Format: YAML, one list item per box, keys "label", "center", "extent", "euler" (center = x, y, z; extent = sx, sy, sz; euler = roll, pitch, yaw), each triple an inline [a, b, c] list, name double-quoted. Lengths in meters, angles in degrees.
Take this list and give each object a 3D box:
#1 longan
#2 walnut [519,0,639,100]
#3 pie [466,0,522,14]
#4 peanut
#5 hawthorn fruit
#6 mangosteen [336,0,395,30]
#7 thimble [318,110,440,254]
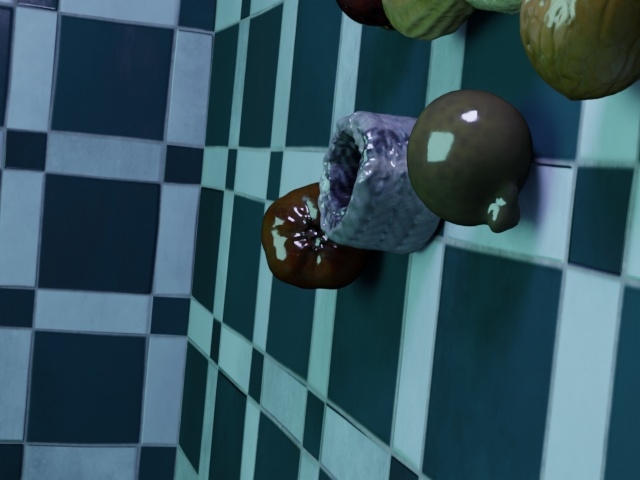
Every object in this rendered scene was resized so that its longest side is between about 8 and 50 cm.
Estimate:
- label: "longan"
  center: [0.201, -0.100, 1.432]
  extent: [0.204, 0.159, 0.185]
  euler: [66, 150, 24]
- label: "walnut"
  center: [0.295, -0.248, 1.165]
  extent: [0.167, 0.167, 0.207]
  euler: [-119, 35, -60]
- label: "pie"
  center: [0.235, -0.439, 1.350]
  extent: [0.337, 0.075, 0.337]
  euler: [15, 113, 41]
- label: "peanut"
  center: [0.189, -0.390, 1.574]
  extent: [0.305, 0.147, 0.147]
  euler: [147, 125, -68]
- label: "hawthorn fruit"
  center: [0.000, 0.000, 2.022]
  extent: [0.248, 0.208, 0.208]
  euler: [48, -137, -80]
- label: "mangosteen"
  center: [0.096, -0.443, 1.873]
  extent: [0.180, 0.166, 0.166]
  euler: [55, -144, -79]
- label: "thimble"
  center: [0.098, -0.095, 1.755]
  extent: [0.245, 0.157, 0.217]
  euler: [137, 134, -65]
